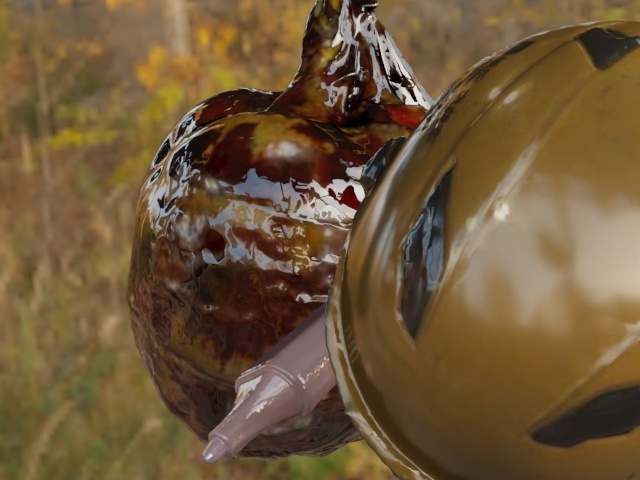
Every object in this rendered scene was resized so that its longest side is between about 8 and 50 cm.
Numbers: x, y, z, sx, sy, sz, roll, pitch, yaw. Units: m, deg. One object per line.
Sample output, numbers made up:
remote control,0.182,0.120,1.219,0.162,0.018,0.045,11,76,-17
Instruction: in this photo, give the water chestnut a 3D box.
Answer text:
water chestnut,0.000,0.000,1.194,0.289,0.244,0.289,-29,-13,-7

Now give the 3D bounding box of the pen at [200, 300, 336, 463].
pen,0.005,0.050,0.961,0.197,0.032,0.053,-41,8,-34

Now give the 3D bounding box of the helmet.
helmet,0.113,-0.001,0.766,0.198,0.130,0.224,40,61,14
